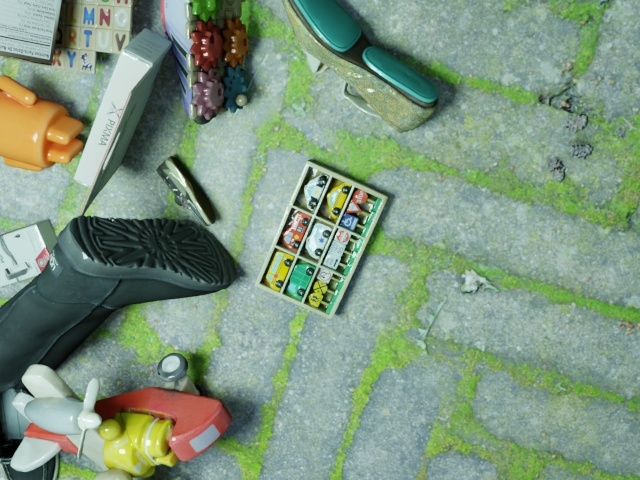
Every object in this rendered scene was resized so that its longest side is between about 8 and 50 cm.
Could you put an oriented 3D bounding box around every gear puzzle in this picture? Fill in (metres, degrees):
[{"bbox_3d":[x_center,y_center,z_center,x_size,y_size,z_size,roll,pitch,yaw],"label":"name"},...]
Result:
[{"bbox_3d":[-0.162,-0.379,1.142,0.044,0.175,0.338,11,112,24],"label":"gear puzzle"}]

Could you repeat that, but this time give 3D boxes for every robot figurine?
[{"bbox_3d":[-0.554,-0.211,1.253,0.220,0.158,0.128,16,75,1],"label":"robot figurine"}]

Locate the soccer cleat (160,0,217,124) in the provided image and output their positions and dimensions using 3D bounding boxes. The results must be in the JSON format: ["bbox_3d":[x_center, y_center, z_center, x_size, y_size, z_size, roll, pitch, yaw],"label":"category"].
[{"bbox_3d":[-0.230,-0.369,1.212,0.117,0.108,0.318,6,101,16],"label":"soccer cleat"}]

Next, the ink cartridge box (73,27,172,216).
[{"bbox_3d":[-0.353,-0.195,1.147,0.060,0.239,0.275,27,121,-11],"label":"ink cartridge box"}]

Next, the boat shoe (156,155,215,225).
[{"bbox_3d":[-0.256,-0.088,1.297,0.049,0.056,0.152,-33,88,16],"label":"boat shoe"}]

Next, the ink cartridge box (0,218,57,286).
[{"bbox_3d":[-0.591,0.027,1.344,0.135,0.056,0.099,-18,101,8],"label":"ink cartridge box"}]

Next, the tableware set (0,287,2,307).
[{"bbox_3d":[-0.689,0.133,1.384,0.128,0.039,0.194,-26,99,9],"label":"tableware set"}]

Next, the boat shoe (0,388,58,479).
[{"bbox_3d":[-0.623,0.405,1.401,0.127,0.113,0.340,6,103,3],"label":"boat shoe"}]

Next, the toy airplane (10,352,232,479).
[{"bbox_3d":[-0.409,0.392,1.282,0.386,0.272,0.384,21,128,-26],"label":"toy airplane"}]

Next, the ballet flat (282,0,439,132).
[{"bbox_3d":[0.049,-0.316,1.198,0.348,0.123,0.123,38,103,-2],"label":"ballet flat"}]

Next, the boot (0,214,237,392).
[{"bbox_3d":[-0.425,0.142,1.282,0.445,0.367,0.146,-43,55,26],"label":"boot"}]

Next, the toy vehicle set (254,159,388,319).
[{"bbox_3d":[0.000,0.000,1.302,0.166,0.035,0.266,23,103,-1],"label":"toy vehicle set"}]

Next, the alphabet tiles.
[{"bbox_3d":[-0.426,-0.402,1.212,0.237,0.009,0.198,14,104,27],"label":"alphabet tiles"}]

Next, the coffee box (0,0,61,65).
[{"bbox_3d":[-0.514,-0.465,1.150,0.119,0.168,0.297,1,112,-40],"label":"coffee box"}]
